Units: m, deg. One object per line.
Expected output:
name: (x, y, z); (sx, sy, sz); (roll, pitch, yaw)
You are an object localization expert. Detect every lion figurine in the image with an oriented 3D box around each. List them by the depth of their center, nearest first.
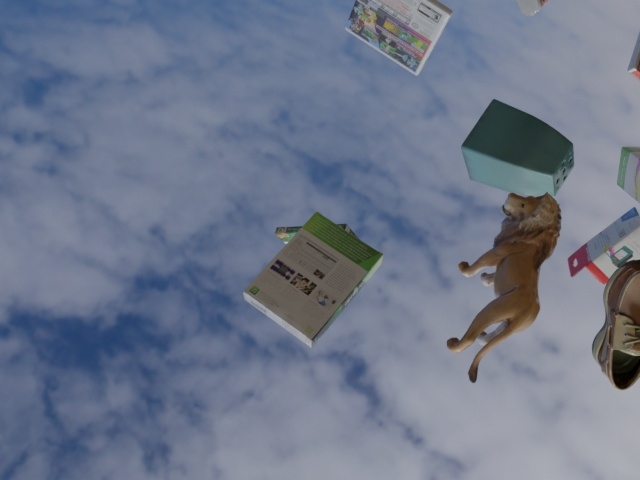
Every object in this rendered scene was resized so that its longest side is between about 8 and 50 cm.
lion figurine: (0.396, 0.089, 1.390); (0.142, 0.240, 0.392); (30, -132, -24)

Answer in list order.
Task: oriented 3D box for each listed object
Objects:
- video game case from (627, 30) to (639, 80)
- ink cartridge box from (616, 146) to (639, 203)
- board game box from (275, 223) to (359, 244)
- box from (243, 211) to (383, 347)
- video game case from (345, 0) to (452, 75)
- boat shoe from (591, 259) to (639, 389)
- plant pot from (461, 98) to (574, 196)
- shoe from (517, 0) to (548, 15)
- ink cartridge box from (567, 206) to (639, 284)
video game case: (0.851, -0.402, 1.588); (0.285, 0.025, 0.204); (30, -109, -17)
ink cartridge box: (0.931, -0.145, 1.741); (0.207, 0.119, 0.353); (2, -159, 4)
board game box: (0.000, 0.000, 2.051); (0.259, 0.136, 0.030); (-2, -126, 36)
box: (-0.016, 0.097, 1.808); (0.232, 0.058, 0.322); (34, -114, 18)
video game case: (0.165, -0.479, 1.467); (0.201, 0.183, 0.023); (34, -124, 4)
boat shoe: (0.657, 0.186, 1.409); (0.122, 0.324, 0.120); (-3, -141, 7)
plant pot: (0.513, -0.219, 1.720); (0.234, 0.166, 0.165); (28, -104, 32)
shoe: (0.463, -0.599, 1.504); (0.063, 0.178, 0.081); (1, -145, 45)
ink cartridge box: (0.789, 0.028, 1.829); (0.078, 0.231, 0.134); (43, -153, -5)
